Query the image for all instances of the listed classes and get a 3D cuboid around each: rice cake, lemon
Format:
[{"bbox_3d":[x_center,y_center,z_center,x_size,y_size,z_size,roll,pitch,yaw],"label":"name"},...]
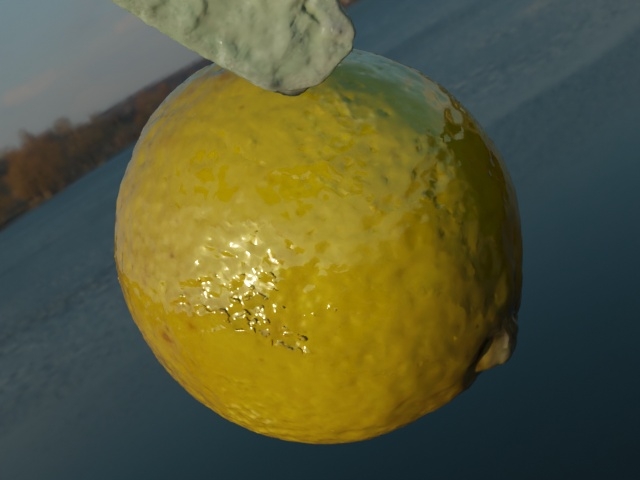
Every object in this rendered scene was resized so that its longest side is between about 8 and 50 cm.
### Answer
[{"bbox_3d":[-0.073,-0.131,0.467,0.063,0.206,0.069,-50,33,21],"label":"rice cake"},{"bbox_3d":[-0.001,0.000,0.741,0.293,0.293,0.293,-30,10,6],"label":"lemon"}]
